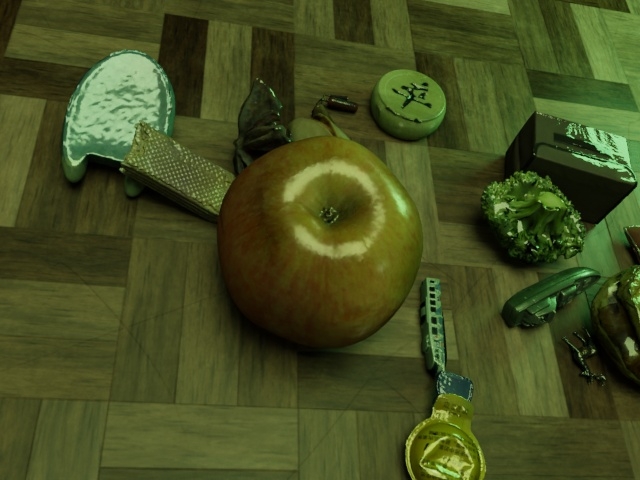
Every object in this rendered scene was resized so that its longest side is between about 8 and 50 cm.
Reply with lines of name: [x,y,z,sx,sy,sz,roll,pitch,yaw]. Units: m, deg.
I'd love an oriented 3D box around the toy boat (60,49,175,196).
toy boat: [-0.425,-0.247,1.391,0.215,0.123,0.330,10,69,-13]

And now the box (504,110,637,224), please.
box: [0.582,-0.172,1.546,0.252,0.188,0.153,13,59,-3]

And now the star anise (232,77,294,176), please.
star anise: [-0.124,-0.209,1.356,0.110,0.257,0.199,5,66,-18]

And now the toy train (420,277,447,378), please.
toy train: [0.228,0.177,1.320,0.047,0.043,0.208,8,58,-10]

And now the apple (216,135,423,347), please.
apple: [0.000,0.000,1.193,0.391,0.346,0.392,5,63,-10]

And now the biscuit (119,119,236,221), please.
biscuit: [-0.285,-0.136,1.318,0.239,0.062,0.108,31,61,-26]

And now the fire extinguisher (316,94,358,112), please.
fire extinguisher: [0.042,-0.344,1.600,0.100,0.032,0.046,11,68,-15]

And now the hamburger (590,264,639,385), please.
hamburger: [0.722,0.182,1.393,0.284,0.134,0.266,-9,60,-25]

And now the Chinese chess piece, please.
Chinese chess piece: [0.217,-0.339,1.612,0.188,0.083,0.188,5,58,-8]

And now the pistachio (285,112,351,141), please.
pistachio: [0.005,-0.196,1.435,0.144,0.144,0.215,-20,57,-24]

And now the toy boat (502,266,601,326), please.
toy boat: [0.511,0.121,1.406,0.260,0.078,0.085,-20,49,-23]

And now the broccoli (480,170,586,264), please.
broccoli: [0.473,-0.046,1.445,0.226,0.176,0.198,30,69,31]

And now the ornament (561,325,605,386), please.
ornament: [0.565,0.248,1.373,0.073,0.028,0.125,-17,63,-23]

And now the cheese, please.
cheese: [0.235,0.363,1.191,0.156,0.064,0.250,20,60,-4]

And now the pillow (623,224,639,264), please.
pillow: [0.833,0.026,1.549,0.179,0.075,0.171,-5,61,-18]

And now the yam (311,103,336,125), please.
yam: [0.067,-0.190,1.505,0.045,0.045,0.327,-32,67,5]
